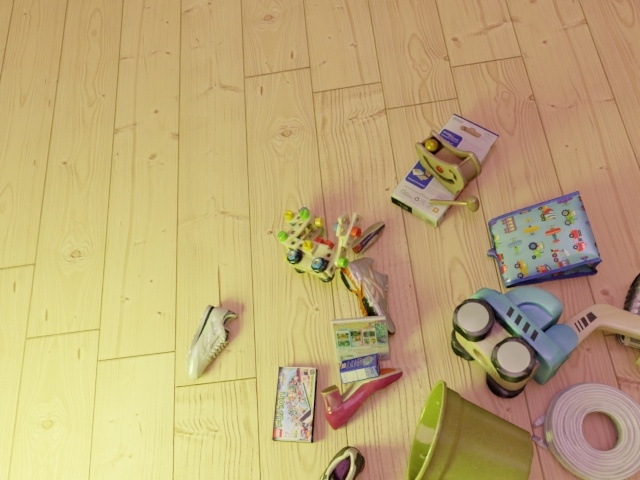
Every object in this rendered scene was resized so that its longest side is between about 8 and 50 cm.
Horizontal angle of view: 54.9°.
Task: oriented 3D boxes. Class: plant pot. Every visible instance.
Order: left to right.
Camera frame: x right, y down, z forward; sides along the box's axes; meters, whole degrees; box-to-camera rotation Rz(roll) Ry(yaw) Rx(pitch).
[{"bbox_3d":[0.382,0.527,1.558,0.254,0.276,0.276,19,69,4],"label":"plant pot"}]

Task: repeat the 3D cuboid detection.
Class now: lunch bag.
[{"bbox_3d":[0.640,0.010,1.821,0.293,0.138,0.220,-13,66,13],"label":"lunch bag"}]

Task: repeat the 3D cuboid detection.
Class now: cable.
[{"bbox_3d":[0.717,0.492,1.596,0.257,0.089,0.257,40,77,23],"label":"cable"}]

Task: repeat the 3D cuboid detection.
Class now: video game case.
[{"bbox_3d":[0.116,0.284,1.768,0.157,0.143,0.019,-5,24,7],"label":"video game case"}]

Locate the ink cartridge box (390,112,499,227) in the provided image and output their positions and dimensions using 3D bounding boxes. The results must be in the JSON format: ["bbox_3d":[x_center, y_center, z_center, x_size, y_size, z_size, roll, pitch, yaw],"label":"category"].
[{"bbox_3d":[0.403,-0.231,1.992,0.176,0.069,0.371,33,76,21],"label":"ink cartridge box"}]

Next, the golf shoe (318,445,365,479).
[{"bbox_3d":[0.017,0.660,1.610,0.105,0.120,0.272,26,73,17],"label":"golf shoe"}]

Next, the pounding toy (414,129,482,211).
[{"bbox_3d":[0.379,-0.204,1.866,0.155,0.154,0.269,-38,65,-9],"label":"pounding toy"}]

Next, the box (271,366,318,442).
[{"bbox_3d":[-0.071,0.467,1.757,0.114,0.036,0.206,0,65,9],"label":"box"}]

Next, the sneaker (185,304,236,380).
[{"bbox_3d":[-0.330,0.309,1.847,0.095,0.090,0.235,15,70,5],"label":"sneaker"}]

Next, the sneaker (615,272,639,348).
[{"bbox_3d":[0.918,0.203,1.711,0.132,0.086,0.228,21,80,12],"label":"sneaker"}]

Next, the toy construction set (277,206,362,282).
[{"bbox_3d":[0.000,0.000,1.862,0.328,0.151,0.215,8,60,51],"label":"toy construction set"}]

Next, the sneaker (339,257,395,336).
[{"bbox_3d":[0.169,0.158,1.835,0.121,0.099,0.262,-22,71,-21],"label":"sneaker"}]

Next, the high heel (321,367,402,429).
[{"bbox_3d":[0.127,0.442,1.733,0.244,0.082,0.117,-18,97,-16],"label":"high heel"}]

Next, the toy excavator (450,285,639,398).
[{"bbox_3d":[0.630,0.241,1.638,0.445,0.222,0.433,-37,61,-10],"label":"toy excavator"}]

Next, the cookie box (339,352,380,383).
[{"bbox_3d":[0.111,0.361,1.739,0.107,0.092,0.040,-14,98,9],"label":"cookie box"}]

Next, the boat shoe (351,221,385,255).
[{"bbox_3d":[0.154,-0.008,1.940,0.137,0.049,0.043,-40,108,-13],"label":"boat shoe"}]
